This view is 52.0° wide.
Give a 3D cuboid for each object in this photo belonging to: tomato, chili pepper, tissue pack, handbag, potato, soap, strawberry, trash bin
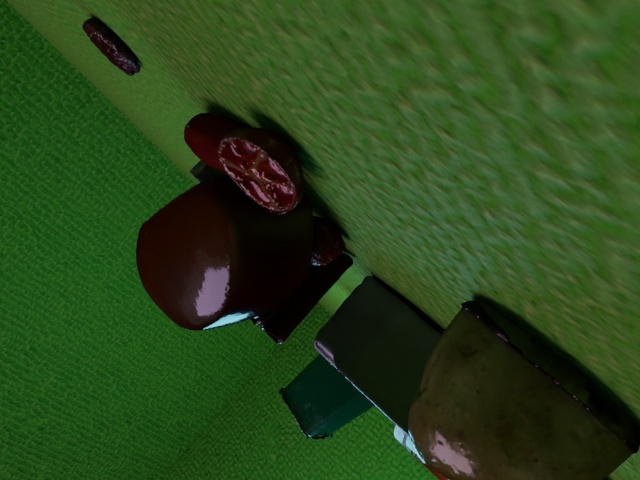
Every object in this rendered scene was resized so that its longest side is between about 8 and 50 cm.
[{"bbox_3d":[-0.077,-0.117,0.981,0.156,0.069,0.155,32,154,17],"label":"tomato"},{"bbox_3d":[-0.164,-0.174,1.157,0.137,0.091,0.368,13,-163,-37],"label":"chili pepper"},{"bbox_3d":[-0.184,-0.129,1.379,0.148,0.108,0.060,47,174,-33],"label":"tissue pack"},{"bbox_3d":[-0.061,0.100,1.501,0.084,0.260,0.275,41,175,-14],"label":"handbag"},{"bbox_3d":[0.243,0.240,0.874,0.285,0.242,0.242,40,174,-6],"label":"potato"},{"bbox_3d":[0.205,0.299,1.447,0.435,0.213,0.350,40,175,18],"label":"soap"},{"bbox_3d":[0.000,0.001,1.262,0.106,0.106,0.106,41,173,6],"label":"strawberry"},{"bbox_3d":[0.082,0.439,2.062,0.259,0.381,0.295,54,-165,27],"label":"trash bin"}]

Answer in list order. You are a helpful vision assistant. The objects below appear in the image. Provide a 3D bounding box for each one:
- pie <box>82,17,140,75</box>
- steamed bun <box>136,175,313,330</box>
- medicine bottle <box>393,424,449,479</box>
[{"bbox_3d":[-0.440,-0.407,1.378,0.154,0.036,0.154,41,172,7],"label":"pie"},{"bbox_3d":[-0.179,0.034,1.229,0.379,0.235,0.248,-23,84,48],"label":"steamed bun"},{"bbox_3d":[0.378,0.548,1.872,0.241,0.252,0.252,37,172,31],"label":"medicine bottle"}]
